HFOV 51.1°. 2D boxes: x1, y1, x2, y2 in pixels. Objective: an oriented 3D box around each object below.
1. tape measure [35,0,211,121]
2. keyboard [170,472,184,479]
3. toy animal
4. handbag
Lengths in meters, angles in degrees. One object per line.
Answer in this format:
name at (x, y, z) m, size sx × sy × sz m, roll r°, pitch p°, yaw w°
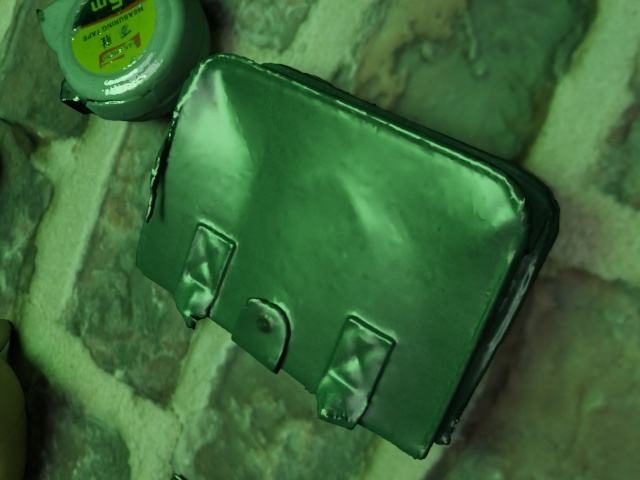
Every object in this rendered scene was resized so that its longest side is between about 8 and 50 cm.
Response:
tape measure at (-0.105, -0.223, 0.620) m, size 0.330 × 0.084 × 0.164 m, roll -22°, pitch 80°, yaw 13°
keyboard at (-0.106, 0.285, 0.651) m, size 0.129 × 0.015 × 0.049 m, roll 31°, pitch 110°, yaw 24°
toy animal at (-0.400, 0.225, 0.726) m, size 0.166 × 0.154 × 0.250 m, roll 32°, pitch 112°, yaw 47°
handbag at (0.000, -0.001, 0.551) m, size 0.326 × 0.089 × 0.239 m, roll 29°, pitch 105°, yaw 25°
